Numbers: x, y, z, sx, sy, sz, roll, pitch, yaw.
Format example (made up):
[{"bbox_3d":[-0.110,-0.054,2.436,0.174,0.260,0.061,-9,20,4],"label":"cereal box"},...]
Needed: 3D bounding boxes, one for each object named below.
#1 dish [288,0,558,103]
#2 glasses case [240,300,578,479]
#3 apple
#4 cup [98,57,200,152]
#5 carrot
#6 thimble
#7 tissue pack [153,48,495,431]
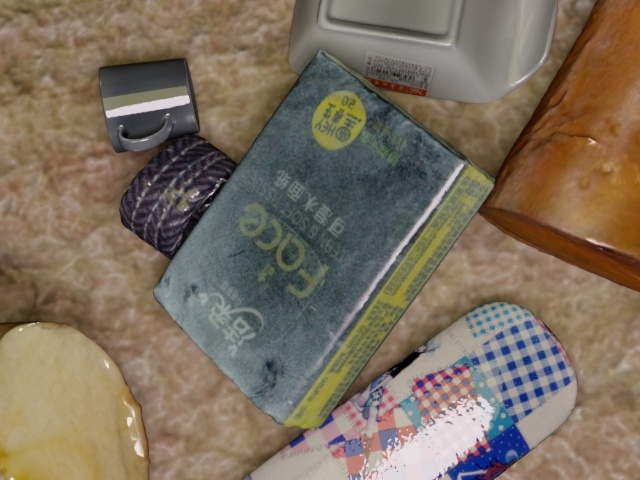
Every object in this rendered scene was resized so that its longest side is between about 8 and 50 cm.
[{"bbox_3d":[0.091,-0.210,1.195,0.234,0.064,0.154,10,81,6],"label":"dish"},{"bbox_3d":[0.066,0.179,1.127,0.327,0.076,0.125,-36,81,0],"label":"glasses case"},{"bbox_3d":[-0.298,0.200,1.093,0.293,0.163,0.251,-18,97,-40],"label":"apple"},{"bbox_3d":[-0.149,-0.114,1.189,0.077,0.078,0.100,-10,43,0],"label":"cup"},{"bbox_3d":[0.263,-0.095,1.099,0.196,0.196,0.254,23,83,9],"label":"carrot"},{"bbox_3d":[-0.121,-0.040,1.171,0.066,0.095,0.104,37,85,11],"label":"thimble"},{"bbox_3d":[0.000,0.000,1.110,0.185,0.081,0.257,42,102,34],"label":"tissue pack"}]
